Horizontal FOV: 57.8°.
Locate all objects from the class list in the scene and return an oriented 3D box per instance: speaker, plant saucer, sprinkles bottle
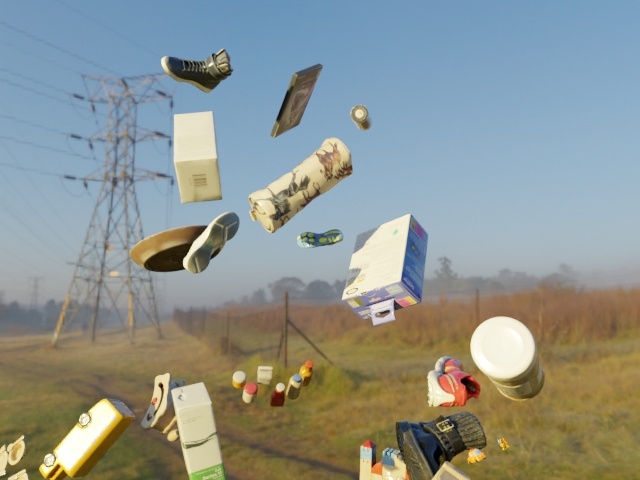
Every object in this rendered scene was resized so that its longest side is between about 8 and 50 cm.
[{"bbox_3d":[0.131,-0.387,1.836,0.055,0.055,0.136,-1,-1,11],"label":"speaker"},{"bbox_3d":[-0.443,0.036,1.847,0.311,0.050,0.310,-16,-18,-5],"label":"plant saucer"},{"bbox_3d":[0.412,0.265,1.255,0.121,0.121,0.355,-3,-23,23],"label":"sprinkles bottle"}]

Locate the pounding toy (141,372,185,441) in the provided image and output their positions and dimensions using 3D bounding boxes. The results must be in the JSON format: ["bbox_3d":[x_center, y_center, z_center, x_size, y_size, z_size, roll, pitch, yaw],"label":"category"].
[{"bbox_3d":[-0.559,0.643,2.172,0.154,0.269,0.155,-38,-53,26],"label":"pounding toy"}]

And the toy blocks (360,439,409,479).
[{"bbox_3d":[0.302,0.919,2.248,0.381,0.261,0.191,3,3,31],"label":"toy blocks"}]

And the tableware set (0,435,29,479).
[{"bbox_3d":[-0.724,0.541,1.337,0.141,0.168,0.020,-35,-42,14],"label":"tableware set"}]

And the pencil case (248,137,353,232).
[{"bbox_3d":[-0.073,-0.199,2.100,0.410,0.160,0.183,-38,9,-12],"label":"pencil case"}]

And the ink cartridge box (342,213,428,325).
[{"bbox_3d":[0.243,0.123,2.173,0.270,0.395,0.151,-23,-55,37],"label":"ink cartridge box"}]

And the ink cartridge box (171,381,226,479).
[{"bbox_3d":[-0.304,0.478,1.439,0.087,0.208,0.153,-12,11,-18],"label":"ink cartridge box"}]

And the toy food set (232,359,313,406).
[{"bbox_3d":[-0.134,0.404,1.671,0.232,0.111,0.104,5,-44,-10],"label":"toy food set"}]

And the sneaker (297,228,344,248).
[{"bbox_3d":[0.000,0.000,2.228,0.188,0.067,0.078,-8,-18,15],"label":"sneaker"}]

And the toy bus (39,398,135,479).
[{"bbox_3d":[-0.823,0.713,2.052,0.130,0.332,0.108,38,-7,21],"label":"toy bus"}]

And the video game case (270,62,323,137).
[{"bbox_3d":[-0.092,-0.535,2.221,0.026,0.274,0.196,35,38,11],"label":"video game case"}]

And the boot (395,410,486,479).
[{"bbox_3d":[0.389,0.645,1.764,0.260,0.131,0.348,-4,20,-5],"label":"boot"}]

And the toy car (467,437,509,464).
[{"bbox_3d":[0.490,0.620,1.719,0.122,0.040,0.060,-22,-17,-15],"label":"toy car"}]

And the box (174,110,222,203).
[{"bbox_3d":[-0.505,-0.346,2.391,0.168,0.345,0.215,-6,-47,-8],"label":"box"}]

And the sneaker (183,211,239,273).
[{"bbox_3d":[-0.226,-0.001,1.175,0.053,0.152,0.061,48,-19,-25],"label":"sneaker"}]

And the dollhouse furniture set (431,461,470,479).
[{"bbox_3d":[0.364,0.708,1.215,0.394,0.362,0.256,33,23,13],"label":"dollhouse furniture set"}]

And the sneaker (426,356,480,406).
[{"bbox_3d":[0.341,0.364,1.451,0.118,0.107,0.279,2,3,20],"label":"sneaker"}]

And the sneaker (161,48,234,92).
[{"bbox_3d":[-0.387,-0.573,1.884,0.163,0.086,0.226,-24,-18,31],"label":"sneaker"}]
